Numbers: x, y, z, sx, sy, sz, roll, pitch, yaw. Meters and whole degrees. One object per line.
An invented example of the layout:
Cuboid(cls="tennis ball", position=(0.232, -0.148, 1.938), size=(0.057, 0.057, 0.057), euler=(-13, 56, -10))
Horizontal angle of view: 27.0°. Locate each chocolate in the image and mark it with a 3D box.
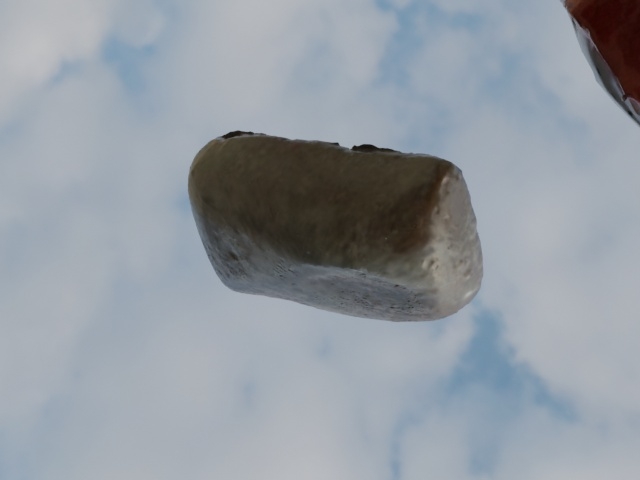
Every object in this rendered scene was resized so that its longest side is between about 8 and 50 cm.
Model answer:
Cuboid(cls="chocolate", position=(0.000, 0.000, 1.257), size=(0.303, 0.185, 0.100), euler=(10, -134, 32))

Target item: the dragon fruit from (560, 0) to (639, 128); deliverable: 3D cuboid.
Cuboid(cls="dragon fruit", position=(0.295, -0.115, 0.817), size=(0.189, 0.290, 0.291), euler=(-42, -125, 23))
